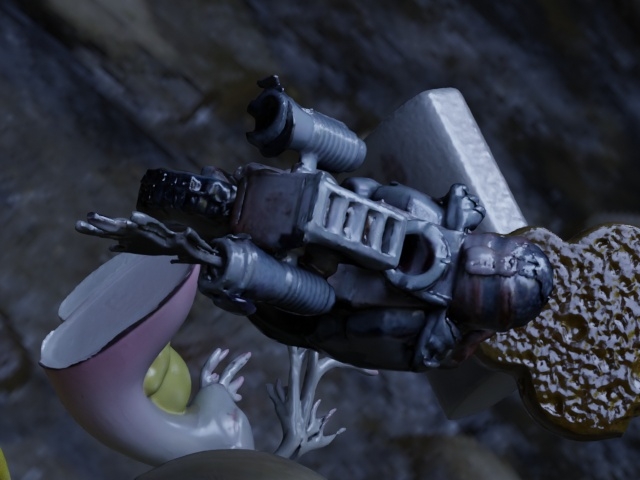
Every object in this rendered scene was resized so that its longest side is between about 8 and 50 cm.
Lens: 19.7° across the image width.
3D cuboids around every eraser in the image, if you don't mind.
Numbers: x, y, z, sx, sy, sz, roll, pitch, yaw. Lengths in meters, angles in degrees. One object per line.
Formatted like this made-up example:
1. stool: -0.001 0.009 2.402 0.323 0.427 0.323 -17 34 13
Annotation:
1. eraser: 0.126 0.012 1.749 0.095 0.174 0.270 -7 64 -38

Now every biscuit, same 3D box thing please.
1. biscuit: 0.262 0.074 1.550 0.320 0.047 0.183 -4 81 -6

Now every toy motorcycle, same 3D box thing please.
1. toy motorcycle: 0.000 0.000 1.096 0.401 0.207 0.134 28 74 -49

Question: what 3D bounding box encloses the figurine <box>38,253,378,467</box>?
1. figurine: -0.102 0.135 1.872 0.315 0.206 0.284 61 39 -32

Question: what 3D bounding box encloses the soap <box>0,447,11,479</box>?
1. soap: -0.483 0.222 1.757 0.427 0.306 0.115 16 20 14

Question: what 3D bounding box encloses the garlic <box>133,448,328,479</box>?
1. garlic: -0.063 0.282 1.298 0.279 0.132 0.325 -48 128 -34
